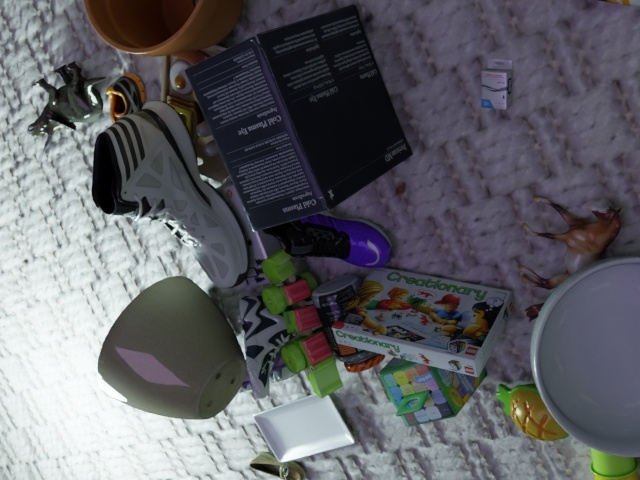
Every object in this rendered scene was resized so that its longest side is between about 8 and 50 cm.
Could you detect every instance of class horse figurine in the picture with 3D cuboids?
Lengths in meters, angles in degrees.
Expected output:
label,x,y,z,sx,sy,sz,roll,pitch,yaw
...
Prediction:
label,x,y,z,sx,sy,sz,roll,pitch,yaw
horse figurine,0.445,0.035,1.584,0.174,0.066,0.263,20,119,33

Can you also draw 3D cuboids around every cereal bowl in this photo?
label,x,y,z,sx,sy,sz,roll,pitch,yaw
cereal bowl,0.523,0.189,1.511,0.339,0.141,0.339,0,95,3

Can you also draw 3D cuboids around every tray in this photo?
label,x,y,z,sx,sy,sz,roll,pitch,yaw
tray,-0.038,0.451,2.133,0.270,0.030,0.145,-26,96,39

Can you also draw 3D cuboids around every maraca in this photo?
label,x,y,z,sx,sy,sz,roll,pitch,yaw
maraca,0.418,0.334,1.726,0.186,0.099,0.127,0,120,61

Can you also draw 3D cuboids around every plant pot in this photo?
label,x,y,z,sx,sy,sz,roll,pitch,yaw
plant pot,-0.283,-0.490,1.706,0.291,0.203,0.291,0,90,27

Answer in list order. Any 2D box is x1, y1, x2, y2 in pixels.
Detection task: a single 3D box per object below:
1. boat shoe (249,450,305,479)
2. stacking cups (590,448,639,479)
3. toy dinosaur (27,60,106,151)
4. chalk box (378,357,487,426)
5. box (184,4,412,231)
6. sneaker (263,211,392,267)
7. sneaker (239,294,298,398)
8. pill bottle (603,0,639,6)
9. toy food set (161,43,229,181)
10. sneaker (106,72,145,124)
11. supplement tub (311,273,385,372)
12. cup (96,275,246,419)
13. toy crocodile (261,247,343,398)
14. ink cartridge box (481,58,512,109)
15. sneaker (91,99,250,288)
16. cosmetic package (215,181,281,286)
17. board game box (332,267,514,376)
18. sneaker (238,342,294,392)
label,x,y,z,sx,sy,sz,roll,pitch,yaw
boat shoe,-0.109,0.583,2.231,0.153,0.048,0.056,16,120,28
stacking cups,0.535,0.344,1.658,0.096,0.096,0.316,-7,104,36
toy dinosaur,-0.582,-0.339,2.097,0.313,0.121,0.160,-13,116,33
chalk box,0.216,0.279,1.758,0.132,0.213,0.132,-23,98,39
box,-0.027,-0.229,1.600,0.179,0.343,0.312,-16,101,37
sneaker,0.000,0.001,1.818,0.293,0.146,0.102,23,123,24
sneaker,-0.097,0.233,1.984,0.094,0.153,0.235,95,167,-66
pill bottle,0.432,-0.439,1.305,0.278,0.162,0.162,19,121,27
toy food set,-0.287,-0.301,1.906,0.220,0.092,0.306,23,122,24
sneaker,-0.444,-0.275,2.033,0.084,0.083,0.215,0,113,33
supplement tub,0.065,0.178,1.878,0.117,0.117,0.190,-12,104,38
cup,-0.313,0.282,2.031,0.237,0.331,0.331,31,126,26
toy crocodile,-0.037,0.179,1.915,0.105,0.115,0.340,-15,95,64
ink cartridge box,0.311,-0.277,1.550,0.048,0.028,0.083,10,116,30
sneaker,-0.344,-0.054,1.876,0.169,0.257,0.447,-16,106,45
cosmetic package,-0.158,-0.017,1.974,0.099,0.060,0.239,-13,104,37
board game box,0.201,0.152,1.721,0.305,0.193,0.053,10,134,30
sneaker,-0.147,0.295,2.101,0.236,0.095,0.104,-23,91,34
